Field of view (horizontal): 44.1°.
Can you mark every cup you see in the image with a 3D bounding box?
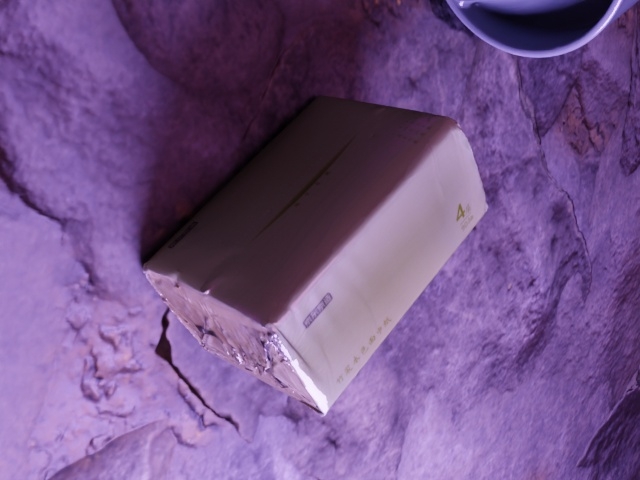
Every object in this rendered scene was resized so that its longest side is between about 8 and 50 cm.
[{"bbox_3d":[0.272,-0.333,0.771,0.312,0.205,0.205,-38,129,-33],"label":"cup"}]

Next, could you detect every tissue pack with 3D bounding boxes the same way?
[{"bbox_3d":[0.000,0.000,0.638,0.234,0.159,0.125,-47,133,-23],"label":"tissue pack"}]
